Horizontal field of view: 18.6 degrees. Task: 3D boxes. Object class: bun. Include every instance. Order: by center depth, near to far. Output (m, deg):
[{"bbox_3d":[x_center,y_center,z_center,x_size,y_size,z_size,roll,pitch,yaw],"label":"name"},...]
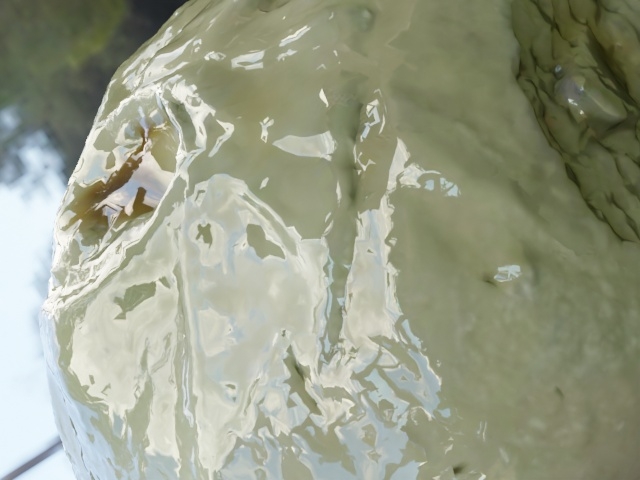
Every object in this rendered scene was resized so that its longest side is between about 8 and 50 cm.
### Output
[{"bbox_3d":[-0.005,0.001,0.853,0.202,0.364,0.364,28,-162,-31],"label":"bun"}]
